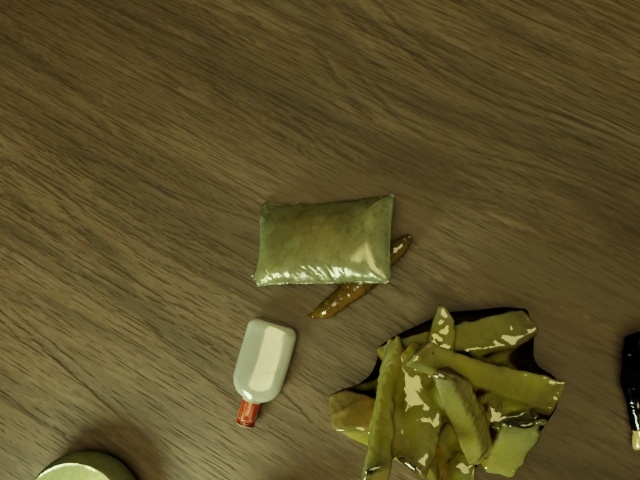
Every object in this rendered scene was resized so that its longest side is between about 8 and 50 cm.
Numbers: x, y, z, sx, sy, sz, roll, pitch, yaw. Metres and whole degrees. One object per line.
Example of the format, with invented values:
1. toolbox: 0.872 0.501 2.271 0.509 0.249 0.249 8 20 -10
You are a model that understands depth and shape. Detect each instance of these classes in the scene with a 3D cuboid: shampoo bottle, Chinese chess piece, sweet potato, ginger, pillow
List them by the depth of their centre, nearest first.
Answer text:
1. ginger: 0.244 0.311 1.180 0.413 0.211 0.358 -32 84 8
2. pillow: 0.000 0.000 1.329 0.303 0.075 0.184 -3 73 21
3. sweet potato: 0.080 0.080 1.339 0.274 0.067 0.067 -41 82 9
4. shampoo bottle: -0.126 0.276 1.364 0.108 0.051 0.220 16 89 7
5. Chinese chess piece: -0.496 0.570 1.380 0.251 0.101 0.250 -1 87 9

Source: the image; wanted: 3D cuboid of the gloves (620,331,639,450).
1. gloves: 0.651 0.299 1.205 0.197 0.152 0.301 -21 98 34
